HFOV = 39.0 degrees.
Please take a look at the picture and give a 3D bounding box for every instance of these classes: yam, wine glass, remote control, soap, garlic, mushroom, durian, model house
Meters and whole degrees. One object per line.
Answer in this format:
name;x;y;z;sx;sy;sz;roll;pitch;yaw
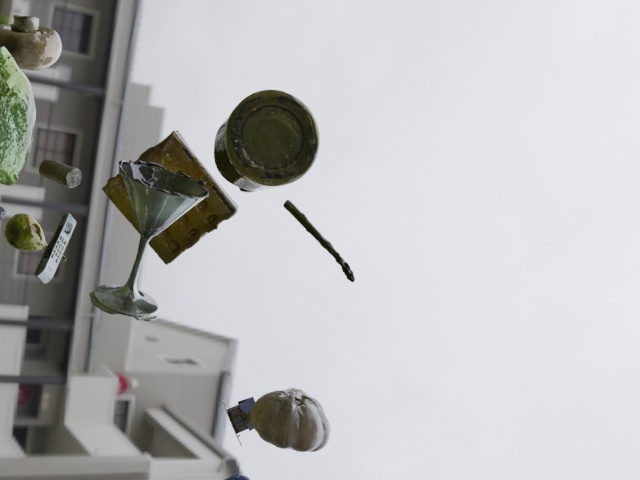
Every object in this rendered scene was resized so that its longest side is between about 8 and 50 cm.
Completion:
yam;-0.643;-0.166;2.235;0.132;0.054;0.054;20;-79;39
wine glass;-0.282;0.003;1.452;0.156;0.156;0.232;42;-63;54
remote control;-0.621;0.017;2.112;0.065;0.029;0.166;84;24;-69
soap;-0.396;-0.120;2.424;0.259;0.281;0.143;-35;-172;12
garlic;-0.079;0.482;2.452;0.228;0.228;0.152;20;-86;58
mushroom;-0.697;-0.470;2.137;0.166;0.166;0.127;35;-63;56
durian;-0.585;-0.228;1.679;0.139;0.101;0.250;-158;-103;-77
model house;-0.218;0.510;2.609;0.167;0.088;0.117;-178;-115;-80

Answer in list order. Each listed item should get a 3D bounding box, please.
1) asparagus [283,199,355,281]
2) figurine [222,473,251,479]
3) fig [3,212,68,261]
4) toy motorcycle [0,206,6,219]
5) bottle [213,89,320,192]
asparagus;0.000;0.000;2.046;0.248;0.024;0.025;48;-54;15
figurine;-0.244;0.655;2.285;0.164;0.262;0.121;173;-86;-67
fig;-0.718;0.010;2.248;0.166;0.093;0.093;56;-31;-12
toy motorcycle;-0.731;-0.047;1.870;0.212;0.118;0.084;-107;-143;-73
bottle;-0.119;-0.178;1.745;0.351;0.171;0.172;176;-80;-77
